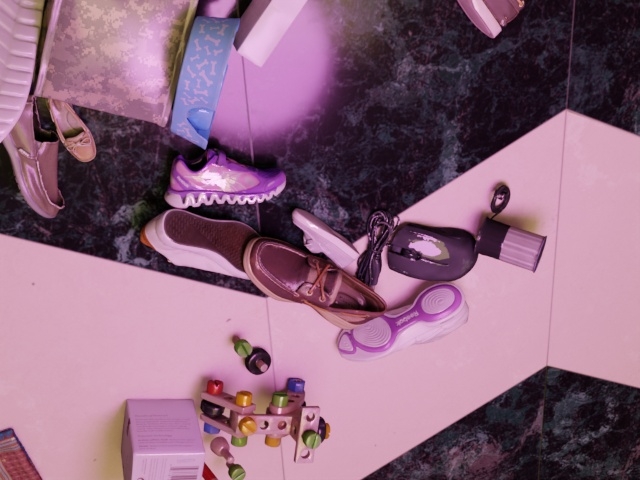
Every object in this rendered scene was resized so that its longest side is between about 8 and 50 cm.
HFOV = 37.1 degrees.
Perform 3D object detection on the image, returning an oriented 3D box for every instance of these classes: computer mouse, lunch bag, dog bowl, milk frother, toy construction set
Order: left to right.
[{"bbox_3d":[-0.342,-0.370,1.609,0.235,0.169,0.287,11,119,-21],"label":"lunch bag"},{"bbox_3d":[-0.205,-0.277,1.656,0.074,0.165,0.297,16,157,-8],"label":"dog bowl"},{"bbox_3d":[-0.126,0.414,2.021,0.257,0.237,0.308,33,90,-33],"label":"toy construction set"},{"bbox_3d":[0.222,0.038,2.041,0.272,0.072,0.188,4,116,-17],"label":"computer mouse"},{"bbox_3d":[0.413,-0.026,2.016,0.135,0.129,0.143,19,125,16],"label":"milk frother"}]

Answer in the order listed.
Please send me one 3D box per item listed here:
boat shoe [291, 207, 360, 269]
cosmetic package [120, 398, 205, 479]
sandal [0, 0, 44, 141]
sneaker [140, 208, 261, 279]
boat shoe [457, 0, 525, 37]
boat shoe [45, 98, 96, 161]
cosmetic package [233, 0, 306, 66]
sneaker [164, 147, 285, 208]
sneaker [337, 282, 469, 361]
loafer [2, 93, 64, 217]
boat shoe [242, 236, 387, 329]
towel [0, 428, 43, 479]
[{"bbox_3d":[0.000,0.000,1.971,0.063,0.066,0.184,-48,129,11],"label":"boat shoe"},{"bbox_3d":[-0.342,0.454,2.048,0.152,0.183,0.151,3,117,-18],"label":"cosmetic package"},{"bbox_3d":[-0.548,-0.304,1.565,0.169,0.102,0.416,24,78,-22],"label":"sandal"},{"bbox_3d":[-0.227,0.010,1.907,0.290,0.105,0.123,24,153,-38],"label":"sneaker"},{"bbox_3d":[0.266,-0.515,1.731,0.097,0.116,0.324,-41,124,3],"label":"boat shoe"},{"bbox_3d":[-0.455,-0.205,1.736,0.056,0.048,0.153,-20,121,-4],"label":"boat shoe"},{"bbox_3d":[-0.068,-0.431,1.691,0.060,0.099,0.239,28,108,-29],"label":"cosmetic package"},{"bbox_3d":[-0.183,-0.127,1.833,0.237,0.095,0.104,-5,111,-12],"label":"sneaker"},{"bbox_3d":[0.189,0.204,2.098,0.305,0.114,0.152,-22,148,11],"label":"sneaker"},{"bbox_3d":[-0.512,-0.154,1.721,0.088,0.094,0.251,-17,121,-1],"label":"loafer"},{"bbox_3d":[-0.002,0.084,1.949,0.342,0.123,0.123,34,150,-32],"label":"boat shoe"},{"bbox_3d":[-0.792,0.573,2.075,0.370,0.040,0.271,-20,122,-4],"label":"towel"}]
